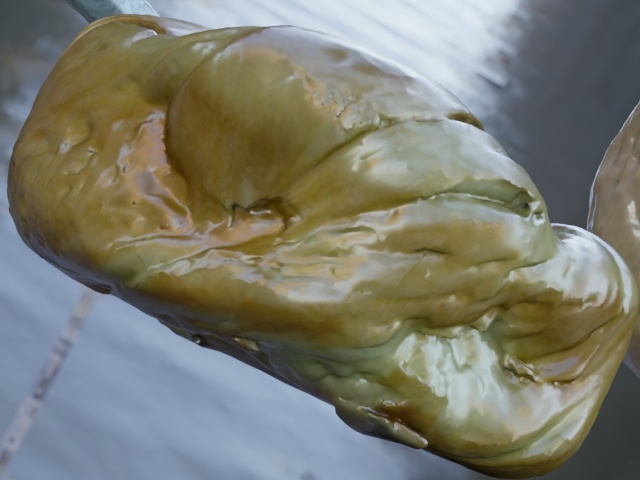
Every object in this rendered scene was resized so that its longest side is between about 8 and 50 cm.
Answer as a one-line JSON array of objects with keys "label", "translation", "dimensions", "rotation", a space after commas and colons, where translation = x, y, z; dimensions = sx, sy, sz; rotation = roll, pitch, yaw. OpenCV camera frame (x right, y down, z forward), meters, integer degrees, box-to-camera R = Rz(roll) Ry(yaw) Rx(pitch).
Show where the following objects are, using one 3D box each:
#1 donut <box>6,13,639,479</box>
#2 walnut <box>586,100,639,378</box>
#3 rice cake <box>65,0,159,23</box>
[{"label": "donut", "translation": [0.000, 0.000, 1.071], "dimensions": [0.360, 0.170, 0.360], "rotation": [26, -6, 3]}, {"label": "walnut", "translation": [0.401, -0.016, 1.701], "dimensions": [0.381, 0.381, 0.381], "rotation": [27, 19, -10]}, {"label": "rice cake", "translation": [-0.198, -0.219, 1.515], "dimensions": [0.245, 0.045, 0.042], "rotation": [47, 53, -19]}]
